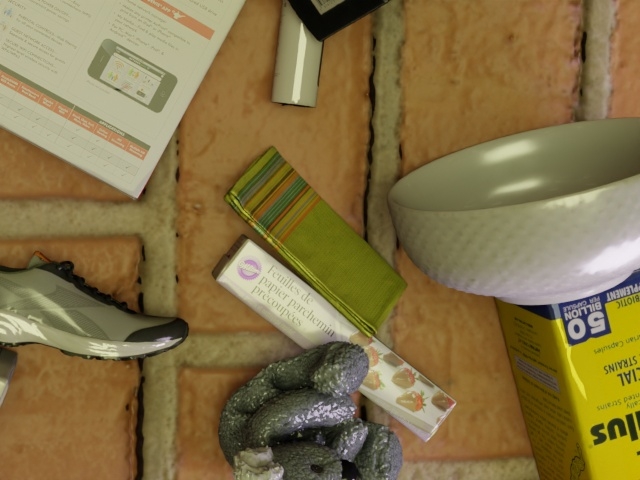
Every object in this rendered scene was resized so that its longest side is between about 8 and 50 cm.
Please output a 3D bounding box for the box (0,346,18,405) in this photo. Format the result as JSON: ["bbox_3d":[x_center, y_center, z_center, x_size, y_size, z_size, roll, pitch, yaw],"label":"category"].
[{"bbox_3d":[-0.458,0.152,1.236,0.232,0.148,0.127,22,92,-12],"label":"box"}]

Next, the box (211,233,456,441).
[{"bbox_3d":[0.017,0.116,1.367,0.324,0.067,0.063,39,87,-13],"label":"box"}]

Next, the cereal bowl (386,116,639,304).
[{"bbox_3d":[0.251,-0.023,1.264,0.339,0.339,0.141,-17,104,-9],"label":"cereal bowl"}]

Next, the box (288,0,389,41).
[{"bbox_3d":[0.071,-0.328,1.260,0.207,0.153,0.108,-41,102,-27],"label":"box"}]

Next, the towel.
[{"bbox_3d":[0.000,0.000,1.343,0.237,0.021,0.102,44,52,-8],"label":"towel"}]

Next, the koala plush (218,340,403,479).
[{"bbox_3d":[-0.029,0.256,1.270,0.203,0.221,0.196,-15,117,14],"label":"koala plush"}]

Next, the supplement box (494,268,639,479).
[{"bbox_3d":[0.360,0.194,1.374,0.194,0.195,0.357,-17,99,-9],"label":"supplement box"}]

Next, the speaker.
[{"bbox_3d":[-0.024,-0.221,1.330,0.055,0.055,0.136,6,94,-11],"label":"speaker"}]

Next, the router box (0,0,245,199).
[{"bbox_3d":[-0.276,-0.254,1.265,0.335,0.082,0.301,29,89,-12],"label":"router box"}]

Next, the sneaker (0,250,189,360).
[{"bbox_3d":[-0.278,0.073,1.291,0.271,0.100,0.108,11,88,-12],"label":"sneaker"}]
